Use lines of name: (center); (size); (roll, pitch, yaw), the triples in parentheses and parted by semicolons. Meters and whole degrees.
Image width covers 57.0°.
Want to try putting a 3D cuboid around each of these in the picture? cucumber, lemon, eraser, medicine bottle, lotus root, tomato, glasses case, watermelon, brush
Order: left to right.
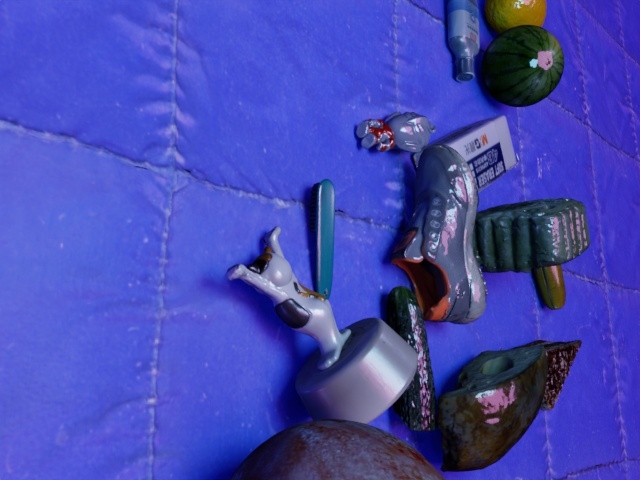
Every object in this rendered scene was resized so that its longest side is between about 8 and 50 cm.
brush: (0.000, 0.000, 0.926); (0.043, 0.032, 0.193); (0, 93, -50)
tomato: (0.022, 0.367, 0.663); (0.282, 0.317, 0.316); (-35, 107, -54)
cucumber: (0.153, 0.196, 1.001); (0.074, 0.074, 0.241); (3, 79, -45)
medicine bottle: (0.327, -0.466, 1.342); (0.090, 0.054, 0.208); (14, 72, -44)
eraser: (0.313, -0.170, 1.238); (0.287, 0.086, 0.130); (-29, 103, -45)
lotus root: (0.328, 0.303, 1.070); (0.314, 0.142, 0.210); (-35, 119, -51)
lemon: (0.491, -0.577, 1.473); (0.187, 0.142, 0.142); (17, 69, -39)
watermelon: (0.471, -0.410, 1.396); (0.188, 0.215, 0.188); (-2, 99, -13)
glasses case: (0.556, 0.056, 1.451); (0.079, 0.064, 0.234); (-16, 93, -50)

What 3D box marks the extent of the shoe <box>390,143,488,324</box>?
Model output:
shoe: (0.191, -0.005, 1.062); (0.171, 0.132, 0.336); (-7, 89, -37)

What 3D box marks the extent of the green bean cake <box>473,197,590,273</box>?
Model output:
green bean cake: (0.405, -0.013, 1.199); (0.223, 0.227, 0.124); (-20, 101, -47)

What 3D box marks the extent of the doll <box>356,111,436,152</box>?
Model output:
doll: (0.142, -0.199, 1.084); (0.180, 0.079, 0.094); (-12, 65, -33)

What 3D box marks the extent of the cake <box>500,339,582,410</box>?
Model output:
cake: (0.492, 0.295, 1.301); (0.246, 0.112, 0.135); (2, 82, -49)

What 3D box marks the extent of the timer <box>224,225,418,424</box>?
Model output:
timer: (-0.011, 0.111, 0.815); (0.266, 0.175, 0.175); (52, 48, -8)
